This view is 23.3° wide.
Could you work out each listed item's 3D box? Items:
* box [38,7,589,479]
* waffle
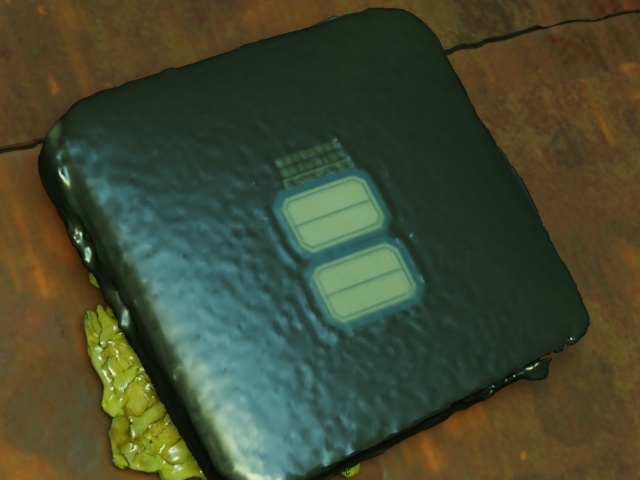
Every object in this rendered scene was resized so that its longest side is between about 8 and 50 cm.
[{"bbox_3d":[0.000,0.000,1.219,0.359,0.091,0.350,-22,75,-28],"label":"box"},{"bbox_3d":[-0.067,0.082,1.235,0.245,0.052,0.254,2,67,-18],"label":"waffle"}]
